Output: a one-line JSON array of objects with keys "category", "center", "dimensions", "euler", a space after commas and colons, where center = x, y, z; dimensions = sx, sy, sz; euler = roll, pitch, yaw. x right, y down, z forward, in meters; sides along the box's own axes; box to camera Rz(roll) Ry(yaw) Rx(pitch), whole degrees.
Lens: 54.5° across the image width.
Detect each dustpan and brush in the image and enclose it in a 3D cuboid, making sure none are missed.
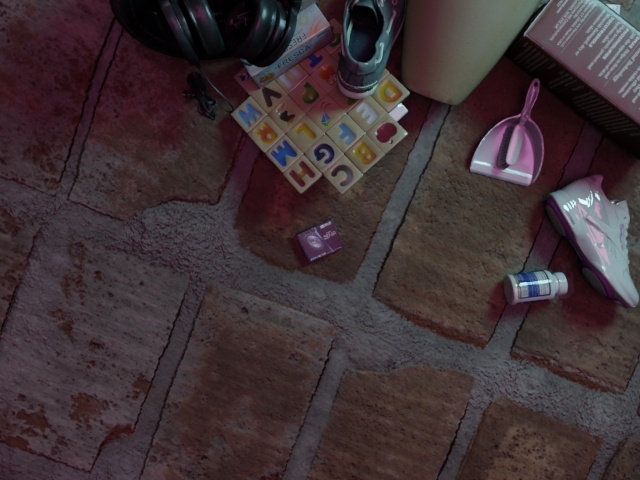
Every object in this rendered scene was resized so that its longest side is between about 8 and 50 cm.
[{"category": "dustpan and brush", "center": [0.409, -0.228, 1.288], "dimensions": [0.147, 0.060, 0.211], "euler": [14, 97, -5]}]

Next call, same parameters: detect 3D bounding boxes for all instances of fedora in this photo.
[{"category": "fedora", "center": [-0.221, -0.486, 1.148], "dimensions": [0.333, 0.334, 0.153], "euler": [-13, 65, -2]}]

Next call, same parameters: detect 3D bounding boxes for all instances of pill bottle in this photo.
[{"category": "pill bottle", "center": [0.460, 0.099, 1.331], "dimensions": [0.120, 0.067, 0.067], "euler": [-7, 98, -3]}]

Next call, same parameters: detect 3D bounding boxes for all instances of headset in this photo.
[{"category": "headset", "center": [-0.176, -0.388, 1.086], "dimensions": [0.243, 0.185, 0.394], "euler": [-6, 139, -25]}]

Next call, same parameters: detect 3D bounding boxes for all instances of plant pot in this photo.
[{"category": "plant pot", "center": [0.260, -0.409, 1.184], "dimensions": [0.256, 0.256, 0.274], "euler": [20, 113, -6]}]

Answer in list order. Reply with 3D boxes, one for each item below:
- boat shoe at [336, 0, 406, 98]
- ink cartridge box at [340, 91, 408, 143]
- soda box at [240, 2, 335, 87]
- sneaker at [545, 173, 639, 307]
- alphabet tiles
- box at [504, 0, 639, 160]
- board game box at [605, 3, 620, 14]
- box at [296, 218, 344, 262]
[{"category": "boat shoe", "center": [0.100, -0.427, 1.177], "dimensions": [0.116, 0.099, 0.320], "euler": [13, 72, 4]}, {"category": "ink cartridge box", "center": [0.102, -0.230, 1.251], "dimensions": [0.135, 0.099, 0.056], "euler": [-43, 97, 2]}, {"category": "soda box", "center": [-0.066, -0.380, 1.215], "dimensions": [0.183, 0.058, 0.063], "euler": [-32, 75, 5]}, {"category": "sneaker", "center": [0.606, 0.002, 1.303], "dimensions": [0.152, 0.114, 0.305], "euler": [-33, 98, 2]}, {"category": "alphabet tiles", "center": [-0.005, -0.266, 1.218], "dimensions": [0.285, 0.011, 0.342], "euler": [-42, 75, 2]}, {"category": "box", "center": [0.559, -0.313, 1.195], "dimensions": [0.381, 0.191, 0.143], "euler": [40, 98, 0]}, {"category": "board game box", "center": [0.570, -0.444, 1.290], "dimensions": [0.090, 0.020, 0.090], "euler": [3, 98, -4]}, {"category": "box", "center": [0.000, 0.000, 1.315], "dimensions": [0.083, 0.018, 0.067], "euler": [-23, 99, 0]}]
